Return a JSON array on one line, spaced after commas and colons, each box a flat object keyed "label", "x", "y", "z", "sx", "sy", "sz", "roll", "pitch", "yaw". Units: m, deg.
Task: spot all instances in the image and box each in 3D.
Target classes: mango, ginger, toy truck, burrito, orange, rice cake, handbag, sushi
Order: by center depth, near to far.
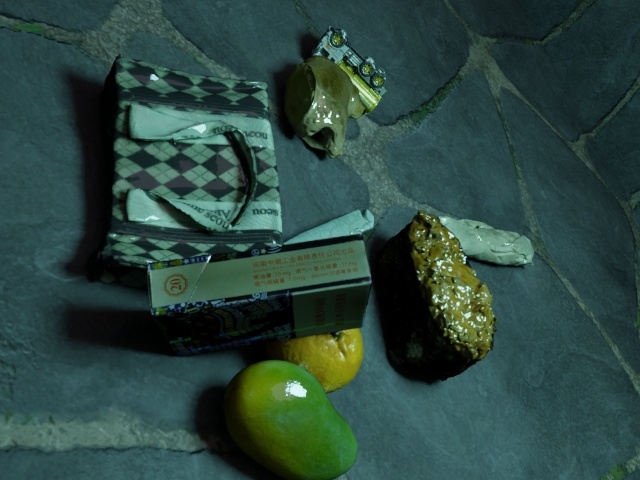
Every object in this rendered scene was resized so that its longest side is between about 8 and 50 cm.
[{"label": "mango", "x": -0.046, "y": 0.293, "z": 1.049, "sx": 0.156, "sy": 0.114, "sz": 0.251, "roll": -48, "pitch": 115, "yaw": -15}, {"label": "handbag", "x": -0.231, "y": -0.104, "z": 1.138, "sx": 0.317, "sy": 0.180, "sz": 0.415, "roll": 6, "pitch": 63, "yaw": -31}, {"label": "orange", "x": -0.009, "y": 0.180, "z": 1.151, "sx": 0.178, "sy": 0.155, "sz": 0.177, "roll": 37, "pitch": 38, "yaw": -37}, {"label": "rice cake", "x": 0.000, "y": 0.000, "z": 1.348, "sx": 0.336, "sy": 0.066, "sz": 0.062, "roll": -28, "pitch": 92, "yaw": -48}, {"label": "sushi", "x": 0.257, "y": 0.118, "z": 1.405, "sx": 0.235, "sy": 0.207, "sz": 0.348, "roll": 5, "pitch": 57, "yaw": -33}, {"label": "ginger", "x": 0.016, "y": -0.318, "z": 1.539, "sx": 0.221, "sy": 0.130, "sz": 0.275, "roll": 15, "pitch": 59, "yaw": -47}, {"label": "toy truck", "x": 0.076, "y": -0.433, "z": 1.685, "sx": 0.227, "sy": 0.114, "sz": 0.098, "roll": 42, "pitch": 20, "yaw": -14}, {"label": "burrito", "x": 0.440, "y": 0.004, "z": 1.749, "sx": 0.392, "sy": 0.076, "sz": 0.117, "roll": 9, "pitch": 56, "yaw": -39}]

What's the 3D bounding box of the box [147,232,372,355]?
[{"label": "box", "x": -0.084, "y": 0.087, "z": 0.997, "sx": 0.311, "sy": 0.198, "sz": 0.084, "roll": -8, "pitch": 64, "yaw": -5}]
